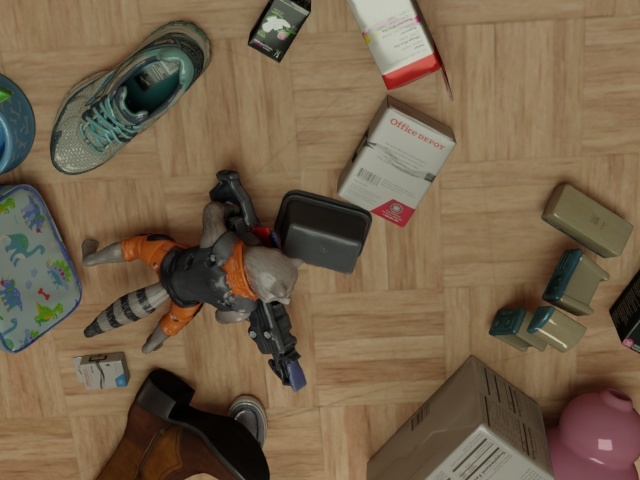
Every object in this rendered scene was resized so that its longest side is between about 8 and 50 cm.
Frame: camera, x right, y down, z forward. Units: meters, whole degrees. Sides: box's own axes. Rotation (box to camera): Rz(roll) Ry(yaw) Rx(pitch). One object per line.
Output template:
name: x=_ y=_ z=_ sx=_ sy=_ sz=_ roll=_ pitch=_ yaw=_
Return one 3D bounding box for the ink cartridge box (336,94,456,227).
ink cartridge box: x=0.105 y=-0.111 z=1.690 sx=0.109 sy=0.063 sz=0.150 roll=27 pitch=113 yaw=-10

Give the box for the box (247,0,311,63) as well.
box: x=-0.054 y=-0.290 z=1.611 sx=0.052 sy=0.062 sz=0.083 roll=29 pitch=112 yaw=-13

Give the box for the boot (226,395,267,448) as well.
boot: x=-0.123 y=0.343 z=1.899 sx=0.069 sy=0.086 sz=0.190 roll=6 pitch=115 yaw=-1

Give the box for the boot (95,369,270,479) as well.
boot: x=-0.228 y=0.383 z=1.870 sx=0.264 sy=0.096 sz=0.280 roll=34 pitch=113 yaw=15

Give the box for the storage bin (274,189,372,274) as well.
storage bin: x=0.000 y=0.000 z=1.731 sx=0.135 sy=0.091 sz=0.098 roll=16 pitch=115 yaw=-5

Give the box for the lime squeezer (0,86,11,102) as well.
lime squeezer: x=-0.542 y=-0.101 z=1.653 sx=0.110 sy=0.059 sz=0.310 roll=14 pitch=119 yaw=-41

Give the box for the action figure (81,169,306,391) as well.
action figure: x=-0.157 y=0.094 z=1.711 sx=0.330 sy=0.178 sz=0.341 roll=-17 pitch=102 yaw=35

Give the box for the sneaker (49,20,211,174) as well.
sneaker: x=-0.273 y=-0.185 z=1.635 sx=0.283 sy=0.122 sz=0.110 roll=-40 pitch=107 yaw=18

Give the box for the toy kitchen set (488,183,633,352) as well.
toy kitchen set: x=0.325 y=0.045 z=1.758 sx=0.122 sy=0.166 sz=0.207 roll=32 pitch=76 yaw=-13

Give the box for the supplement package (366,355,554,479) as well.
supplement package: x=0.203 y=0.347 z=1.824 sx=0.145 sy=0.204 sz=0.262 roll=37 pitch=111 yaw=-12

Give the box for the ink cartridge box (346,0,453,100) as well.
ink cartridge box: x=0.092 y=-0.286 z=1.569 sx=0.078 sy=0.134 sz=0.231 roll=-23 pitch=112 yaw=11

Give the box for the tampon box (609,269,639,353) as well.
tampon box: x=0.518 y=0.091 z=1.749 sx=0.120 sy=0.101 sz=0.161 roll=27 pitch=113 yaw=-11

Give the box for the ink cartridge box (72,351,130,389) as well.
ink cartridge box: x=-0.342 y=0.204 z=1.872 sx=0.083 sy=0.028 sz=0.048 roll=-7 pitch=115 yaw=6

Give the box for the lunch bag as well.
lunch bag: x=-0.444 y=0.038 z=1.723 sx=0.090 sy=0.176 sz=0.219 roll=3 pitch=124 yaw=39

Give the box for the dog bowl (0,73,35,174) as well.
dog bowl: x=-0.553 y=-0.167 z=1.681 sx=0.297 sy=0.074 sz=0.165 roll=13 pitch=115 yaw=-4

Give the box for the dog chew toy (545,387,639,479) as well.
dog chew toy: x=0.388 y=0.377 z=1.844 sx=0.207 sy=0.206 sz=0.331 roll=18 pitch=106 yaw=-7
